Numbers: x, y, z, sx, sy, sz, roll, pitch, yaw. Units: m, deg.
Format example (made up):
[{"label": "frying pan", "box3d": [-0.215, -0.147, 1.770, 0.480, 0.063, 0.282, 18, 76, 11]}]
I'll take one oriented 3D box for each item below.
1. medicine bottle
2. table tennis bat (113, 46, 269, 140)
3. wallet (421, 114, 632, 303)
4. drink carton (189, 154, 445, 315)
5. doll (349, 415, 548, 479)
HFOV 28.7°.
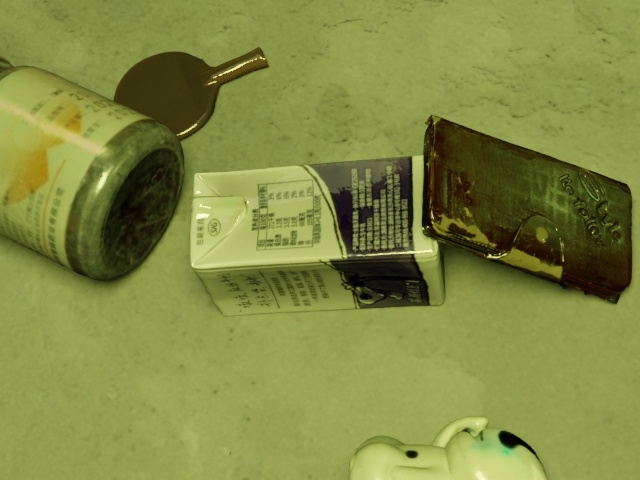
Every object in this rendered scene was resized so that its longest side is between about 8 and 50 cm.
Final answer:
[{"label": "medicine bottle", "box3d": [-0.284, -0.084, 1.216, 0.273, 0.165, 0.165, 24, 73, 17]}, {"label": "table tennis bat", "box3d": [-0.144, -0.178, 1.260, 0.170, 0.119, 0.107, -23, 66, 0]}, {"label": "wallet", "box3d": [0.191, -0.028, 1.121, 0.232, 0.031, 0.122, 17, 63, -27]}, {"label": "drink carton", "box3d": [-0.001, 0.000, 1.154, 0.222, 0.134, 0.102, -4, 69, 7]}, {"label": "doll", "box3d": [0.107, 0.209, 1.063, 0.181, 0.110, 0.107, -11, 86, 7]}]
